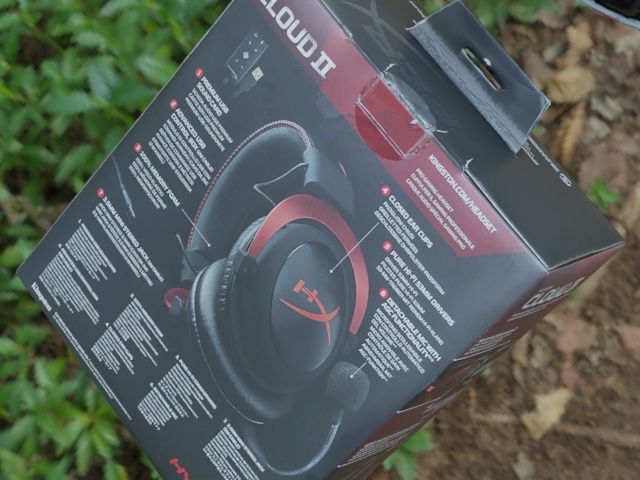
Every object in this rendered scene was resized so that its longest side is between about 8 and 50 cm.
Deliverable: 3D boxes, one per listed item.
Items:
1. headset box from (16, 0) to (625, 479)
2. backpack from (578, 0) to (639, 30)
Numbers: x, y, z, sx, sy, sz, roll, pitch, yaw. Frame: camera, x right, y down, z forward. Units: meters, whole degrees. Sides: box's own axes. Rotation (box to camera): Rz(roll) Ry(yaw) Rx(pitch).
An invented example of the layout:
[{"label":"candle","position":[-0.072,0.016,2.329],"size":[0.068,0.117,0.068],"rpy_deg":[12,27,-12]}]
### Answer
[{"label":"headset box","position":[0.000,0.000,0.770],"size":[0.218,0.110,0.293],"rpy_deg":[51,119,15]},{"label":"backpack","position":[0.191,-0.227,0.655],"size":[0.253,0.225,0.191],"rpy_deg":[-49,27,31]}]
